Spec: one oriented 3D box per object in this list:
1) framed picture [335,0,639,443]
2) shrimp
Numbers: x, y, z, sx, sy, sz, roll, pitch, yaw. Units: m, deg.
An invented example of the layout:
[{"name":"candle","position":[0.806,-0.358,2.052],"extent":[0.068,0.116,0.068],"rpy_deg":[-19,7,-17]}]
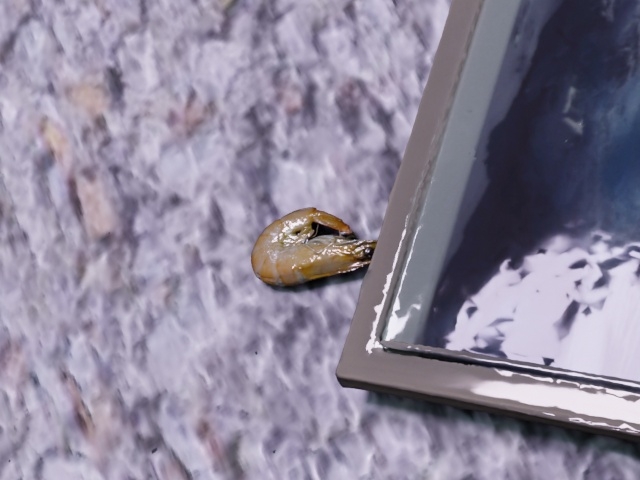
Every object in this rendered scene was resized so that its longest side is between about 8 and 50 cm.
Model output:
[{"name":"framed picture","position":[0.213,-0.087,1.158],"extent":[0.326,0.028,0.446],"rpy_deg":[8,70,29]},{"name":"shrimp","position":[0.000,0.000,1.244],"extent":[0.108,0.023,0.059],"rpy_deg":[-13,56,20]}]
